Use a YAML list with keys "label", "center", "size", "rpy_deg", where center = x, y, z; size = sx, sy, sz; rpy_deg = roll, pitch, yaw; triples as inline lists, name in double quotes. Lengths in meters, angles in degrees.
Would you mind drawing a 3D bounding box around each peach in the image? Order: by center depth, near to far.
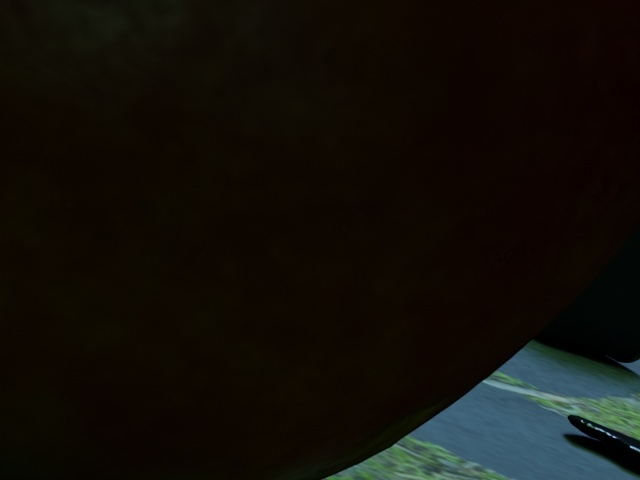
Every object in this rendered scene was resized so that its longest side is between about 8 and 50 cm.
- label: "peach"
  center: [-0.079, -0.110, 0.518]
  size: [0.388, 0.388, 0.388]
  rpy_deg: [20, 7, -2]

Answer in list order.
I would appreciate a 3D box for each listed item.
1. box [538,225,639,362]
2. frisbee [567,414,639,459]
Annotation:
- label: "box"
  center: [0.193, -0.025, 1.318]
  size: [0.090, 0.201, 0.144]
  rpy_deg: [13, 10, -25]
- label: "frisbee"
  center: [0.223, 0.139, 0.873]
  size: [0.187, 0.012, 0.211]
  rpy_deg: [20, 6, -9]
